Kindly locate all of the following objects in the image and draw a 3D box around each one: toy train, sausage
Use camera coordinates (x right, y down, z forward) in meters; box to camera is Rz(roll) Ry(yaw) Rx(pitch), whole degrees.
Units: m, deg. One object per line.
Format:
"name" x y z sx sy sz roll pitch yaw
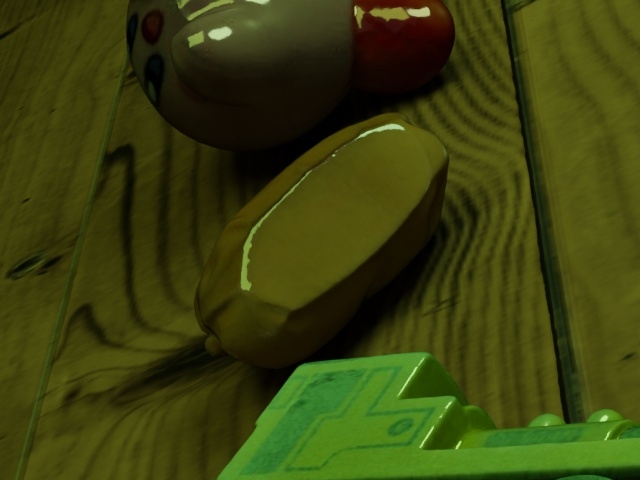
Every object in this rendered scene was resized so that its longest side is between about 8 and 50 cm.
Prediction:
"toy train" 0.095 0.159 0.984 0.369 0.150 0.237 -8 31 39
"sausage" 0.001 0.000 1.367 0.241 0.120 0.136 -43 -5 -21

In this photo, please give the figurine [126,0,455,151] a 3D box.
"figurine" -0.055 -0.191 1.657 0.261 0.211 0.270 -19 62 -26
